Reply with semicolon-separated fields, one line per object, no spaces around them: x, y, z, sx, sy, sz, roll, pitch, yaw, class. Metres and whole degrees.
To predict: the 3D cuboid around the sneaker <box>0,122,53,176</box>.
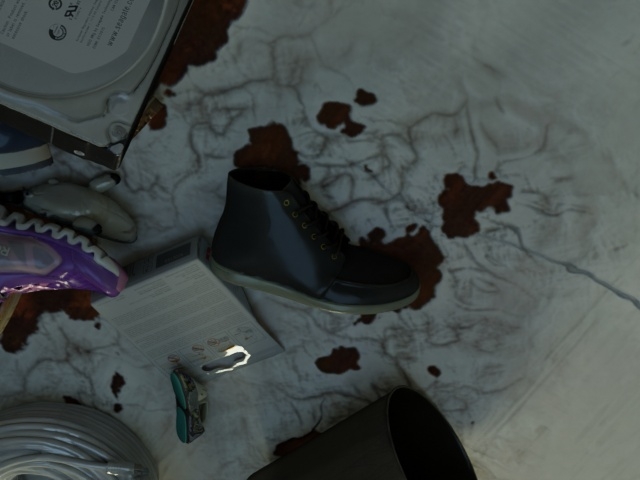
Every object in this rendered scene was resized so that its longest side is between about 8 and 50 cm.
-0.429;-0.137;1.569;0.319;0.112;0.131;1;106;6;sneaker

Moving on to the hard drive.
-0.293;-0.237;1.399;0.339;0.237;0.064;24;163;-4;hard drive

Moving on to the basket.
0.038;0.287;1.722;0.227;0.154;0.204;-25;113;27;basket

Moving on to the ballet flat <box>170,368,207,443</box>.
-0.147;0.183;1.749;0.041;0.041;0.114;5;132;7;ballet flat

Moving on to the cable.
-0.319;0.304;1.828;0.257;0.089;0.257;22;124;-4;cable

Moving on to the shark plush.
-0.277;-0.025;1.632;0.161;0.073;0.067;0;153;5;shark plush

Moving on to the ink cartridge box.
-0.143;0.081;1.694;0.145;0.045;0.179;-22;134;21;ink cartridge box

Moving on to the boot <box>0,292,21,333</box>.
-0.464;0.066;1.699;0.207;0.090;0.248;39;124;-17;boot

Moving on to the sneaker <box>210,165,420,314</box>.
0.000;0.000;1.580;0.222;0.083;0.118;10;119;0;sneaker

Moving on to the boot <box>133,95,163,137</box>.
-0.209;-0.130;1.492;0.059;0.158;0.084;-43;99;13;boot

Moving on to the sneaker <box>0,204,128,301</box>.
-0.320;0.025;1.616;0.236;0.104;0.095;19;165;8;sneaker
